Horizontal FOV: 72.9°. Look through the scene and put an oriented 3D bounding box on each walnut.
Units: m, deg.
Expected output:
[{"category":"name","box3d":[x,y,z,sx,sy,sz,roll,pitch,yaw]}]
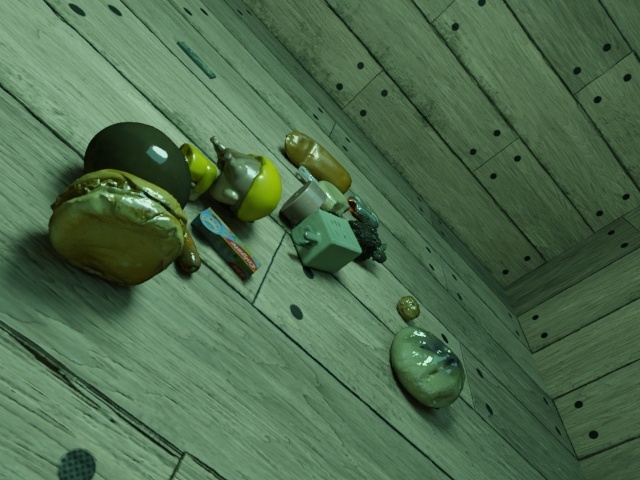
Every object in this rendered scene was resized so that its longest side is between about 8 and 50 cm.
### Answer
[{"category":"walnut","box3d":[0.337,0.258,1.661,0.079,0.082,0.096,-18,70,-35]}]

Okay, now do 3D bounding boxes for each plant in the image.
[{"category":"plant","box3d":[0.166,0.009,1.649,0.203,0.131,0.142,28,30,-44]}]

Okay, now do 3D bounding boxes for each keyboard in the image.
[{"category":"keyboard","box3d":[-0.478,-0.699,1.679,0.176,0.014,0.055,46,21,-11]}]

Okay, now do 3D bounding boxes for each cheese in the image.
[{"category":"cheese","box3d":[0.013,-0.205,1.761,0.249,0.071,0.163,53,24,7]}]

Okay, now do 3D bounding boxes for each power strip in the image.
[{"category":"power strip","box3d":[-0.058,-0.122,1.424,0.078,0.154,0.154,48,24,-14]},{"category":"power strip","box3d":[0.000,0.000,1.363,0.224,0.139,0.140,20,39,-49]}]

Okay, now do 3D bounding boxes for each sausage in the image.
[{"category":"sausage","box3d":[-0.018,-0.326,1.813,0.354,0.134,0.116,40,-6,-25]}]

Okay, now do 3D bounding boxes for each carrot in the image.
[{"category":"carrot","box3d":[-0.307,-0.009,0.963,0.047,0.047,0.191,19,36,-50]}]

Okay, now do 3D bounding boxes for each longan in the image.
[{"category":"longan","box3d":[-0.359,-0.131,0.867,0.220,0.196,0.196,57,22,-15]}]

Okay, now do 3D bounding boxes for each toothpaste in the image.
[{"category":"toothpaste","box3d":[-0.233,0.013,1.057,0.193,0.044,0.070,48,26,-5]}]

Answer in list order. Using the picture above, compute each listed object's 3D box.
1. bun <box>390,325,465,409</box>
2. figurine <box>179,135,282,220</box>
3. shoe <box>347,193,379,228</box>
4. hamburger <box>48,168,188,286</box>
[{"category":"bun","box3d":[0.347,0.392,1.383,0.273,0.168,0.273,35,24,-18]},{"category":"figurine","box3d":[-0.258,-0.163,1.118,0.343,0.187,0.215,16,29,-42]},{"category":"shoe","box3d":[0.182,-0.121,1.947,0.194,0.074,0.077,51,36,7]},{"category":"hamburger","box3d":[-0.340,-0.019,0.731,0.213,0.213,0.108,34,31,-33]}]
